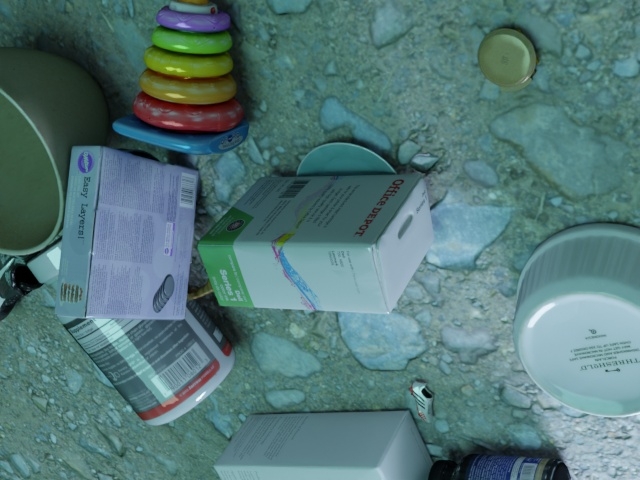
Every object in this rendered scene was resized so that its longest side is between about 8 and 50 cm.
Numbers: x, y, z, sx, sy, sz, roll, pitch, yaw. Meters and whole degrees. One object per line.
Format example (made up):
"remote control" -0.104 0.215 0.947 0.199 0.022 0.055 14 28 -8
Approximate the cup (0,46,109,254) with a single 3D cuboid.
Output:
"cup" -0.478 -0.176 1.456 0.331 0.237 0.331 14 126 20

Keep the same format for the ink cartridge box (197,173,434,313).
"ink cartridge box" 0.000 0.000 1.298 0.278 0.201 0.117 1 122 28

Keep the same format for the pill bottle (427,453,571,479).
"pill bottle" 0.296 0.419 1.505 0.219 0.123 0.123 -4 119 32

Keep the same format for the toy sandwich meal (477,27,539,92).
"toy sandwich meal" 0.241 -0.232 1.153 0.085 0.029 0.086 16 124 24

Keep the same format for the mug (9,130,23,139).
"mug" -0.553 -0.206 1.607 0.064 0.078 0.062 55 163 -2

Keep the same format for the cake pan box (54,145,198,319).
"cake pan box" -0.292 -0.009 1.401 0.070 0.245 0.267 4 89 26

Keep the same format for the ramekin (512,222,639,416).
"ramekin" 0.391 0.121 1.244 0.273 0.127 0.273 15 126 20

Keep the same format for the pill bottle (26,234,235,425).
"pill bottle" -0.334 0.130 1.603 0.210 0.210 0.363 -27 105 39

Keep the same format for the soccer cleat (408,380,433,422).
"soccer cleat" 0.179 0.275 1.535 0.035 0.029 0.083 -9 112 38

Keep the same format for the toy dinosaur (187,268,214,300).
"toy dinosaur" -0.146 0.050 1.506 0.064 0.112 0.211 48 130 -7

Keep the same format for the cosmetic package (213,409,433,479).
"cosmetic package" 0.013 0.433 1.652 0.365 0.155 0.197 -8 117 32

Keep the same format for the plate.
"plate" 0.050 -0.069 1.375 0.188 0.024 0.188 15 127 21

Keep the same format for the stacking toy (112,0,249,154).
"stacking toy" -0.186 -0.285 1.297 0.165 0.175 0.302 15 114 19

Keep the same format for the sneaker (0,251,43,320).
"sneaker" -0.620 0.083 1.805 0.135 0.097 0.276 33 130 8
